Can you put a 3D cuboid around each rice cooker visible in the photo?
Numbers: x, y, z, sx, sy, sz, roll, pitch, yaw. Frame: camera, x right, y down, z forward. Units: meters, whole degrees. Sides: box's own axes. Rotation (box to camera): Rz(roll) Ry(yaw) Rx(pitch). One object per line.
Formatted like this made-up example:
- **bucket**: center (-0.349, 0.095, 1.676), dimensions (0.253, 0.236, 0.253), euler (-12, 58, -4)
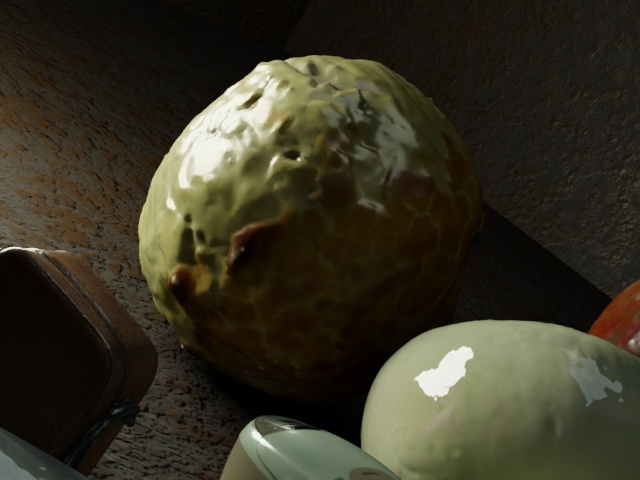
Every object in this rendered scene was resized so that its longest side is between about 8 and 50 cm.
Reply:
- **rice cooker**: center (0.001, 0.233, 1.135), dimensions (0.145, 0.127, 0.206), euler (12, 27, -51)

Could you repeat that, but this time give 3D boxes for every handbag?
- **handbag**: center (-0.210, 0.114, 0.963), dimensions (0.151, 0.193, 0.072), euler (43, 13, 18)

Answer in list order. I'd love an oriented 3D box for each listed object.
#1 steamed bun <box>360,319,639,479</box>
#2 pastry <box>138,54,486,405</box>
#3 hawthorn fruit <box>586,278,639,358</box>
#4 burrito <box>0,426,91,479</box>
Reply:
- **steamed bun**: center (0.181, 0.229, 1.251), dimensions (0.312, 0.334, 0.233), euler (31, 57, -20)
- **pastry**: center (0.000, 0.000, 1.457), dimensions (0.388, 0.388, 0.313), euler (10, 42, -56)
- **hawthorn fruit**: center (0.490, 0.219, 1.769), dimensions (0.402, 0.403, 0.403), euler (29, 14, -8)
- **burrito**: center (-0.157, 0.221, 0.866), dimensions (0.445, 0.101, 0.139), euler (32, 52, -11)
